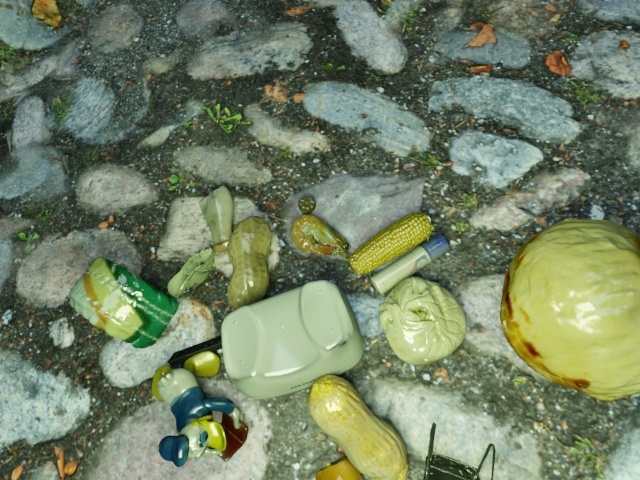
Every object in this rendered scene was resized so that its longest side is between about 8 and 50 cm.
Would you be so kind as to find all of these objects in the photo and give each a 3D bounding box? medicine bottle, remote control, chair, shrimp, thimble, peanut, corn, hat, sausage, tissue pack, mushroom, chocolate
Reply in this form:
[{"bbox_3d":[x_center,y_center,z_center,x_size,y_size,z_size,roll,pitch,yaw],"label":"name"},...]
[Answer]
[{"bbox_3d":[0.250,0.066,1.187,0.230,0.059,0.059,-33,65,-3],"label":"medicine bottle"},{"bbox_3d":[-0.314,0.299,1.209,0.244,0.063,0.025,-20,105,4],"label":"remote control"},{"bbox_3d":[0.288,0.554,0.948,0.140,0.221,0.145,14,28,18],"label":"chair"},{"bbox_3d":[0.000,0.001,1.273,0.217,0.051,0.115,34,84,22],"label":"shrimp"},{"bbox_3d":[-0.557,0.172,1.204,0.288,0.254,0.167,22,70,34],"label":"thimble"},{"bbox_3d":[-0.213,0.069,1.251,0.136,0.120,0.299,-15,63,32],"label":"peanut"},{"bbox_3d":[0.199,0.008,1.207,0.260,0.091,0.091,-33,62,-2],"label":"corn"},{"bbox_3d":[-0.377,0.104,1.270,0.122,0.081,0.166,-9,40,45],"label":"hat"},{"bbox_3d":[0.090,0.657,0.940,0.112,0.112,0.329,-27,64,-1],"label":"sausage"},{"bbox_3d":[-0.064,0.260,1.081,0.332,0.236,0.230,-20,56,3],"label":"tissue pack"},{"bbox_3d":[-0.316,-0.072,1.354,0.116,0.093,0.225,-30,72,23],"label":"mushroom"},{"bbox_3d":[0.089,0.435,0.981,0.134,0.134,0.309,-42,95,-8],"label":"chocolate"}]

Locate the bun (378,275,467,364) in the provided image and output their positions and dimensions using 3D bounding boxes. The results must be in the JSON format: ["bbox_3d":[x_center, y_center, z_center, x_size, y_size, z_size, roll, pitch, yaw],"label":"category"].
[{"bbox_3d":[0.257,0.199,1.084,0.229,0.145,0.230,-6,64,12],"label":"bun"}]

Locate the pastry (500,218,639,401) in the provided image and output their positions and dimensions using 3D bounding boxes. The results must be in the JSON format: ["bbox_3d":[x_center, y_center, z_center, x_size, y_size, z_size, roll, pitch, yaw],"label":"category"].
[{"bbox_3d":[0.568,0.148,0.927,0.312,0.388,0.389,-25,59,36],"label":"pastry"}]

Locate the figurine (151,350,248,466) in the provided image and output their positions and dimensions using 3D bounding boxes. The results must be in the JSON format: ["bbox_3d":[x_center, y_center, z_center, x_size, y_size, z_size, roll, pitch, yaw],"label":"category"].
[{"bbox_3d":[-0.309,0.451,1.038,0.204,0.338,0.284,-41,100,0],"label":"figurine"}]

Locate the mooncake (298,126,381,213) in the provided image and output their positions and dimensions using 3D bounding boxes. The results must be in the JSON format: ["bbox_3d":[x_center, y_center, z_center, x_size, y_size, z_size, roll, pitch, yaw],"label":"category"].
[{"bbox_3d":[0.062,-0.220,1.359,0.150,0.057,0.347,25,80,7],"label":"mooncake"}]
